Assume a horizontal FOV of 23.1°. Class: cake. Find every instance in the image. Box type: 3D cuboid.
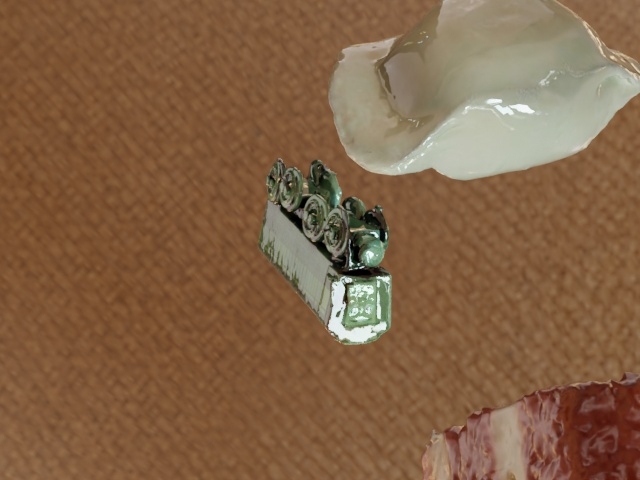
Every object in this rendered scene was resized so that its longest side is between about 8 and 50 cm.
[{"bbox_3d":[0.281,0.291,1.541,0.269,0.319,0.270,2,72,-24],"label":"cake"}]

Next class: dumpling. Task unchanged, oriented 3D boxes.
[{"bbox_3d":[0.121,-0.115,1.145,0.250,0.132,0.162,-14,41,-20],"label":"dumpling"}]

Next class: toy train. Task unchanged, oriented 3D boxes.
[{"bbox_3d":[0.000,0.000,0.855,0.038,0.071,0.148,-2,19,-19],"label":"toy train"}]
